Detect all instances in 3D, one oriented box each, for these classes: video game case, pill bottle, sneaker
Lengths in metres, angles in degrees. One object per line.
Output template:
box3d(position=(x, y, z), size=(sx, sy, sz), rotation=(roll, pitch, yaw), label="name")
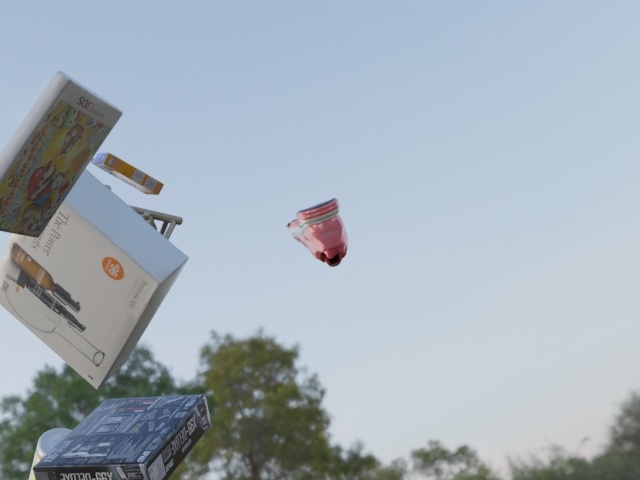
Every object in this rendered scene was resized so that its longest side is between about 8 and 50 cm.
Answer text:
box3d(position=(-0.372, -0.109, 1.286), size=(0.227, 0.026, 0.206), rotation=(-55, -9, 1), label="video game case")
box3d(position=(-0.654, 0.576, 2.327), size=(0.119, 0.119, 0.208), rotation=(-6, -52, -41), label="pill bottle")
box3d(position=(-0.001, 0.000, 2.114), size=(0.116, 0.136, 0.314), rotation=(-20, -4, -5), label="sneaker")

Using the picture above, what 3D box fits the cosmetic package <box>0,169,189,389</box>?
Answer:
box3d(position=(-0.428, 0.067, 1.703), size=(0.097, 0.284, 0.377), rotation=(-49, -3, -46), label="cosmetic package")

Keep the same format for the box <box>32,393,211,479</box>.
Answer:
box3d(position=(-0.389, 0.410, 1.898), size=(0.242, 0.077, 0.307), rotation=(-6, 14, 16), label="box")

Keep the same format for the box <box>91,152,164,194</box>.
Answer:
box3d(position=(-0.366, -0.128, 1.761), size=(0.136, 0.028, 0.081), rotation=(33, -11, -26), label="box")

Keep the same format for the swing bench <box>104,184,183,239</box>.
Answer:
box3d(position=(-0.465, 0.030, 1.992), size=(0.254, 0.253, 0.165), rotation=(25, -43, -7), label="swing bench")
